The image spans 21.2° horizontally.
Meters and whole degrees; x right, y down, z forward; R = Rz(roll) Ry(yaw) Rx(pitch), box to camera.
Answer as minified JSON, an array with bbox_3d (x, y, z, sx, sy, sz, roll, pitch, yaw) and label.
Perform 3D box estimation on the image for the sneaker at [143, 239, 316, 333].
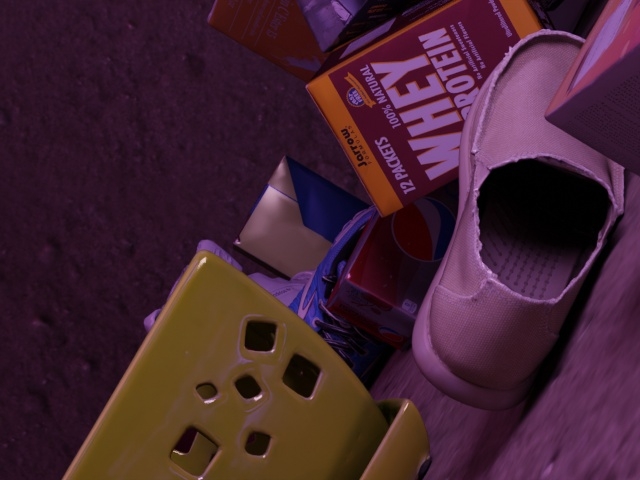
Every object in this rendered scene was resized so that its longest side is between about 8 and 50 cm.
[{"bbox_3d":[-0.048,0.071,1.943,0.137,0.210,0.366,-57,-5,36],"label":"sneaker"}]

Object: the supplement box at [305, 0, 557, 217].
[{"bbox_3d":[0.111,-0.139,1.466,0.191,0.129,0.194,-28,10,14],"label":"supplement box"}]

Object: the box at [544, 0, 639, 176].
[{"bbox_3d":[0.178,-0.096,0.718,0.130,0.091,0.170,-60,2,-8],"label":"box"}]

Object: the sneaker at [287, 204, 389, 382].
[{"bbox_3d":[0.013,0.086,1.735,0.330,0.129,0.147,-60,-1,-16],"label":"sneaker"}]

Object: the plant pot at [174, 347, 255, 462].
[{"bbox_3d":[-0.079,0.209,1.554,0.201,0.201,0.180,-62,-12,-49],"label":"plant pot"}]

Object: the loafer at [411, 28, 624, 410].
[{"bbox_3d":[0.129,-0.027,0.979,0.092,0.102,0.269,125,166,-52],"label":"loafer"}]

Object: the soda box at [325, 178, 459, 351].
[{"bbox_3d":[0.105,-0.032,1.627,0.263,0.092,0.083,-61,1,-26],"label":"soda box"}]

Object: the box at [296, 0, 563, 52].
[{"bbox_3d":[0.159,-0.287,1.577,0.307,0.077,0.242,-15,-18,-35],"label":"box"}]

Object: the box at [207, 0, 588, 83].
[{"bbox_3d":[0.079,-0.250,1.835,0.168,0.345,0.215,-61,2,-22],"label":"box"}]

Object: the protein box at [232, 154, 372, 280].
[{"bbox_3d":[0.000,0.000,2.279,0.136,0.199,0.201,-59,1,-3],"label":"protein box"}]

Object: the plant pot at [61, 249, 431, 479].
[{"bbox_3d":[-0.057,0.160,1.189,0.227,0.207,0.228,-59,1,-9],"label":"plant pot"}]
